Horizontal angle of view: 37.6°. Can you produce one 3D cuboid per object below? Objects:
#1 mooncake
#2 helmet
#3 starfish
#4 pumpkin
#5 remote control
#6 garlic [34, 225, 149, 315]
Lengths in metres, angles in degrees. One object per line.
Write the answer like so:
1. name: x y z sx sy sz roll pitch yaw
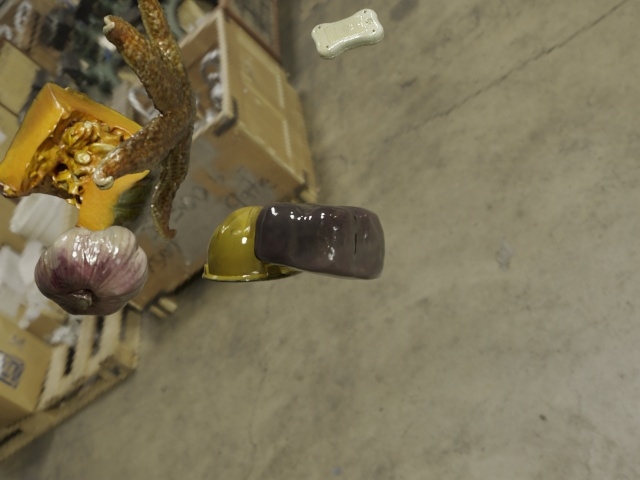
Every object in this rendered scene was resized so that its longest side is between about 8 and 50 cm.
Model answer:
1. mooncake: 0.000 0.000 1.709 0.245 0.245 0.133 9 96 54
2. helmet: -0.131 0.002 1.884 0.205 0.140 0.257 0 9 22
3. starfish: -0.220 -0.179 1.288 0.094 0.375 0.327 1 12 7
4. pumpkin: -0.456 -0.144 1.824 0.225 0.303 0.256 -59 9 9
5. remote control: 0.048 -0.360 1.647 0.122 0.032 0.074 -18 59 -1
6. garlic: -0.310 0.048 1.270 0.159 0.147 0.102 -14 54 16
